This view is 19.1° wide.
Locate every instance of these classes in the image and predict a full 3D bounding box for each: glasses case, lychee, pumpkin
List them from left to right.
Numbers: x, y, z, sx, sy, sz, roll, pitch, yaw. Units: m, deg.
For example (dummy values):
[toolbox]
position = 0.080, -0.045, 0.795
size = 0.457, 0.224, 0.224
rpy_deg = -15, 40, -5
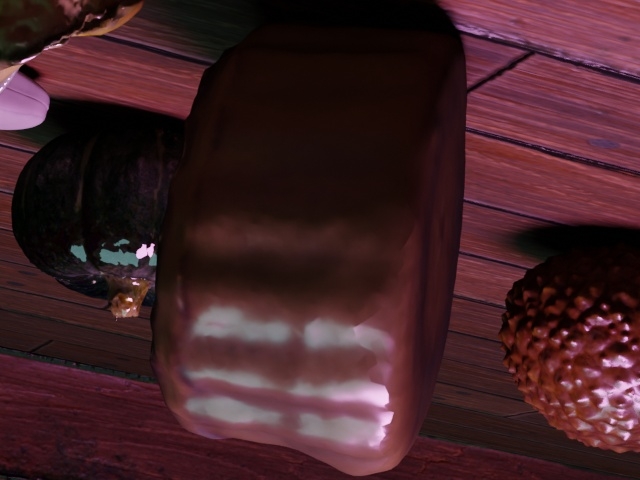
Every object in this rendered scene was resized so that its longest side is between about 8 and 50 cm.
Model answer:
[glasses case]
position = -0.287, -0.123, 1.403
size = 0.076, 0.049, 0.197
rpy_deg = -1, 164, 43
[pumpkin]
position = -0.150, -0.012, 1.562
size = 0.211, 0.152, 0.211
rpy_deg = 3, 154, 2
[lychee]
position = 0.265, 0.094, 1.645
size = 0.238, 0.200, 0.200
rpy_deg = 16, 172, 29

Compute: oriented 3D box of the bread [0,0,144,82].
[bread]
position = -0.129, -0.168, 0.875
size = 0.174, 0.133, 0.251
rpy_deg = 4, -149, 39

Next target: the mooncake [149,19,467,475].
[mooncake]
position = 0.000, 0.000, 1.202
size = 0.161, 0.290, 0.290
rpy_deg = 8, 168, 9

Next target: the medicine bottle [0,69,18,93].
[medicine bottle]
position = -0.244, -0.144, 1.044
size = 0.147, 0.147, 0.143
rpy_deg = -1, 168, 40
